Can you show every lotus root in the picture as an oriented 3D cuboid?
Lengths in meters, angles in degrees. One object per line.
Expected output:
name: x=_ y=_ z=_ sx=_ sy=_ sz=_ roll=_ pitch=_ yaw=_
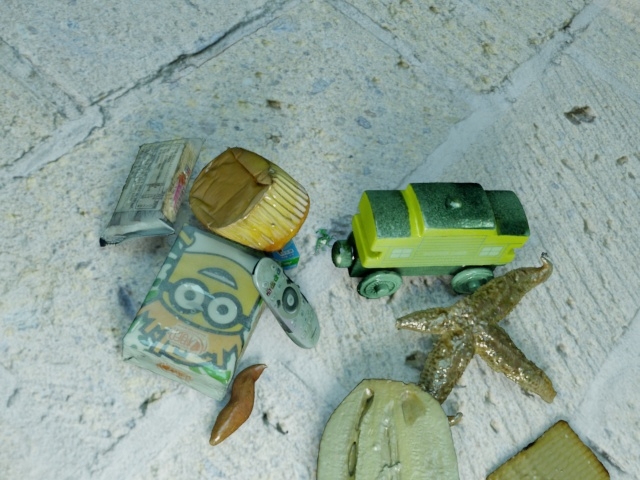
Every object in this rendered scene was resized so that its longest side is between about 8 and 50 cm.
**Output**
lotus root: x=0.123 y=0.411 z=1.519 sx=0.267 sy=0.149 sz=0.260 roll=-5 pitch=52 yaw=3

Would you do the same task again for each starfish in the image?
starfish: x=0.381 y=0.229 z=1.711 sx=0.432 sy=0.082 sz=0.324 roll=-14 pitch=75 yaw=-21

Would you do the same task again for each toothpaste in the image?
toothpaste: x=-0.128 y=-0.049 z=1.811 sx=0.065 sy=0.050 sz=0.267 roll=-15 pitch=61 yaw=-20

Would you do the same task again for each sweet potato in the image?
sweet potato: x=-0.163 y=0.327 z=1.549 sx=0.055 sy=0.058 sz=0.202 roll=-6 pitch=40 yaw=33

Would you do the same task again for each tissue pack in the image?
tissue pack: x=-0.240 y=0.144 z=1.601 sx=0.228 sy=0.128 sz=0.311 roll=22 pitch=54 yaw=0

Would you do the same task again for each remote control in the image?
remote control: x=-0.071 y=0.133 z=1.620 sx=0.045 sy=0.256 sz=0.097 roll=-5 pitch=42 yaw=32

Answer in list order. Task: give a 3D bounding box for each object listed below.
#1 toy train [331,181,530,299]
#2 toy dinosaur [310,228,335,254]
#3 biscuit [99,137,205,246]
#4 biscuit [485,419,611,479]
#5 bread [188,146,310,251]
toy train: x=0.253 y=-0.005 z=1.751 sx=0.442 sy=0.272 sz=0.179 roll=-1 pitch=55 yaw=-16
toy dinosaur: x=0.000 y=0.000 z=1.832 sx=0.083 sy=0.021 sz=0.062 roll=-17 pitch=56 yaw=-29
biscuit: x=-0.376 y=-0.117 z=1.746 sx=0.186 sy=0.079 sz=0.309 roll=-6 pitch=52 yaw=21
biscuit: x=0.478 y=0.502 z=1.620 sx=0.254 sy=0.029 sz=0.172 roll=-25 pitch=66 yaw=-28
bread: x=-0.150 y=-0.076 z=1.670 sx=0.204 sy=0.156 sz=0.288 roll=-53 pitch=36 yaw=-10
